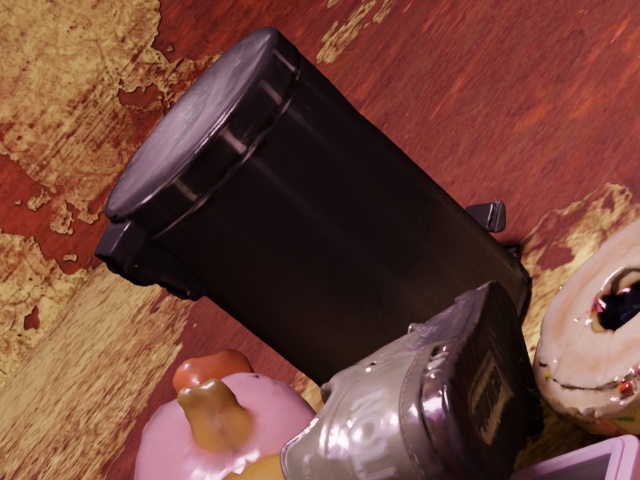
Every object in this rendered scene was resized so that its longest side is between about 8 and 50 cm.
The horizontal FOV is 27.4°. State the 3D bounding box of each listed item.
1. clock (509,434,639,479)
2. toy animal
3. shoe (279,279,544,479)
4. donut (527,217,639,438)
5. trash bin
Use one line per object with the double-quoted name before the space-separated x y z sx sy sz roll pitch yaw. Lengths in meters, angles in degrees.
"clock" 0.112 0.207 0.755 0.197 0.063 0.150 -30 24 44
"toy animal" -0.036 0.197 0.951 0.169 0.195 0.281 -42 31 -13
"shoe" 0.057 0.109 0.861 0.149 0.109 0.293 -21 1 16
"donut" 0.213 0.055 0.843 0.174 0.068 0.174 -42 21 20
"trash bin" 0.000 0.000 1.080 0.252 0.301 0.203 -55 19 -16
